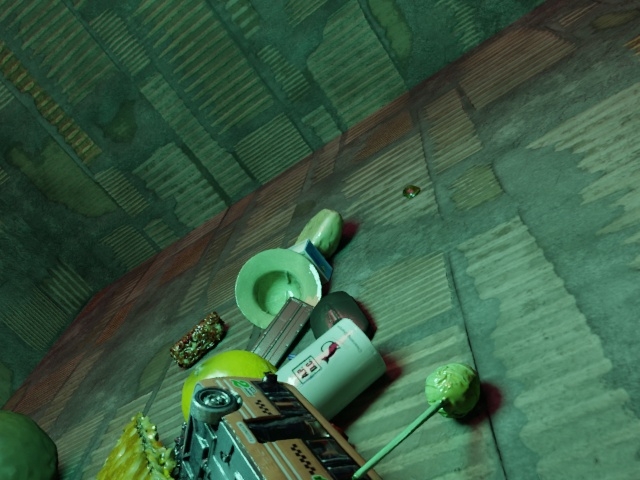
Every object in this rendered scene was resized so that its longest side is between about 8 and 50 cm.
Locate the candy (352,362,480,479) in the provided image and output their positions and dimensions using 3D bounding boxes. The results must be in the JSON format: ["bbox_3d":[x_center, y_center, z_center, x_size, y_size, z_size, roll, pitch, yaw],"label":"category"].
[{"bbox_3d":[0.152,0.279,0.796,0.092,0.093,0.335,0,11,40],"label":"candy"}]

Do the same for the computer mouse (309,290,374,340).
[{"bbox_3d":[0.039,0.200,1.323,0.137,0.086,0.270,-38,22,2],"label":"computer mouse"}]

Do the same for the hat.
[{"bbox_3d":[-0.125,0.163,1.568,0.257,0.257,0.130,-44,-12,-17],"label":"hat"}]

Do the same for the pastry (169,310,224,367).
[{"bbox_3d":[-0.411,0.336,1.750,0.208,0.097,0.115,-43,17,-8],"label":"pastry"}]

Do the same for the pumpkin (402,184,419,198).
[{"bbox_3d":[0.302,-0.170,1.756,0.050,0.028,0.083,-43,17,-8],"label":"pumpkin"}]

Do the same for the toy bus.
[{"bbox_3d":[-0.052,0.374,0.762,0.426,0.232,0.203,29,110,53],"label":"toy bus"}]

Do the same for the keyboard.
[{"bbox_3d":[-0.151,0.314,1.398,0.103,0.041,0.381,23,56,28],"label":"keyboard"}]

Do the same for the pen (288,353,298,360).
[{"bbox_3d":[-0.022,0.303,1.287,0.025,0.025,0.204,-49,23,-28],"label":"pen"}]

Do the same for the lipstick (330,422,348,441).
[{"bbox_3d":[-0.047,0.461,0.931,0.073,0.073,0.280,-10,34,51],"label":"lipstick"}]

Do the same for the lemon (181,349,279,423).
[{"bbox_3d":[-0.204,0.362,1.189,0.240,0.219,0.240,-37,18,14],"label":"lemon"}]

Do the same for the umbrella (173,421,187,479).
[{"bbox_3d":[-0.322,0.531,1.244,0.080,0.071,0.224,-65,24,8],"label":"umbrella"}]

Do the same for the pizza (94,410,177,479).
[{"bbox_3d":[-0.446,0.575,1.238,0.440,0.130,0.406,-41,23,20],"label":"pizza"}]

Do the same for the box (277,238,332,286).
[{"bbox_3d":[-0.081,0.098,1.653,0.194,0.139,0.073,-27,23,27],"label":"box"}]

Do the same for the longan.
[{"bbox_3d":[-0.993,0.715,1.495,0.403,0.404,0.436,-21,20,38],"label":"longan"}]

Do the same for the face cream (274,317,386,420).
[{"bbox_3d":[-0.046,0.328,1.055,0.369,0.145,0.145,-37,20,-16],"label":"face cream"}]

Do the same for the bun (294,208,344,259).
[{"bbox_3d":[0.000,0.000,1.767,0.237,0.116,0.210,-45,19,25],"label":"bun"}]
